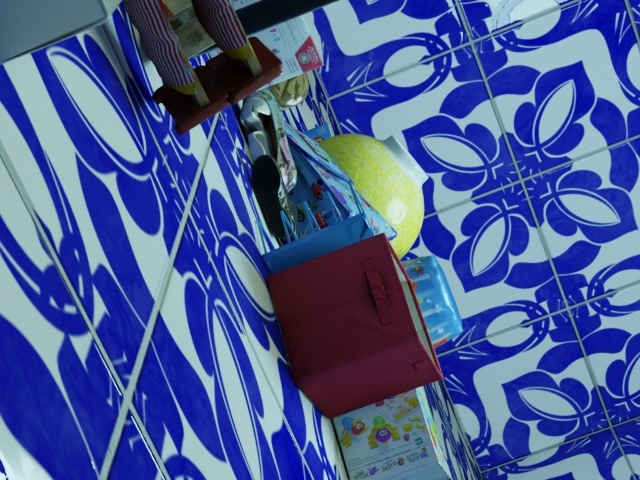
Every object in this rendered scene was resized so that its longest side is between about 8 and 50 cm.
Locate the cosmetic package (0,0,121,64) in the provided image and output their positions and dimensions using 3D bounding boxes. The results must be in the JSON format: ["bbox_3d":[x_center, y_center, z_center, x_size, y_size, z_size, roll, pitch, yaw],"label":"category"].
[{"bbox_3d":[-0.247,-0.279,1.104,0.309,0.113,0.160,-89,157,-69],"label":"cosmetic package"}]

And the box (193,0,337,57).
[{"bbox_3d":[-0.112,-0.501,1.992,0.395,0.293,0.212,-98,165,-62],"label":"box"}]

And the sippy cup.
[{"bbox_3d":[0.151,0.141,2.407,0.240,0.224,0.306,59,12,-56],"label":"sippy cup"}]

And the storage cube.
[{"bbox_3d":[0.053,0.133,1.837,0.215,0.193,0.184,58,13,-61],"label":"storage cube"}]

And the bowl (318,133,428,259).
[{"bbox_3d":[0.123,-0.119,2.469,0.289,0.156,0.289,49,7,-8],"label":"bowl"}]

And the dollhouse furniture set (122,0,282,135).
[{"bbox_3d":[-0.203,-0.309,1.538,0.374,0.152,0.201,50,-12,55],"label":"dollhouse furniture set"}]

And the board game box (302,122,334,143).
[{"bbox_3d":[0.055,-0.053,2.778,0.308,0.086,0.302,61,11,-49],"label":"board game box"}]

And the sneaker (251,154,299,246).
[{"bbox_3d":[-0.071,-0.059,2.040,0.089,0.051,0.170,-36,110,-83],"label":"sneaker"}]

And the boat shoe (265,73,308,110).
[{"bbox_3d":[-0.135,-0.410,2.373,0.110,0.121,0.341,-13,-84,60],"label":"boat shoe"}]

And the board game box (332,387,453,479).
[{"bbox_3d":[0.096,0.267,1.968,0.142,0.144,0.275,56,16,-63],"label":"board game box"}]

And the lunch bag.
[{"bbox_3d":[-0.020,-0.104,2.241,0.293,0.138,0.221,59,17,21],"label":"lunch bag"}]

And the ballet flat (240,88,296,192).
[{"bbox_3d":[-0.100,-0.181,2.109,0.079,0.076,0.222,22,45,-53],"label":"ballet flat"}]

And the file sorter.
[{"bbox_3d":[0.000,0.000,1.912,0.104,0.170,0.118,-107,172,-46],"label":"file sorter"}]

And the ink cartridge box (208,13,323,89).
[{"bbox_3d":[-0.101,-0.348,2.119,0.127,0.176,0.128,-96,163,-55],"label":"ink cartridge box"}]
